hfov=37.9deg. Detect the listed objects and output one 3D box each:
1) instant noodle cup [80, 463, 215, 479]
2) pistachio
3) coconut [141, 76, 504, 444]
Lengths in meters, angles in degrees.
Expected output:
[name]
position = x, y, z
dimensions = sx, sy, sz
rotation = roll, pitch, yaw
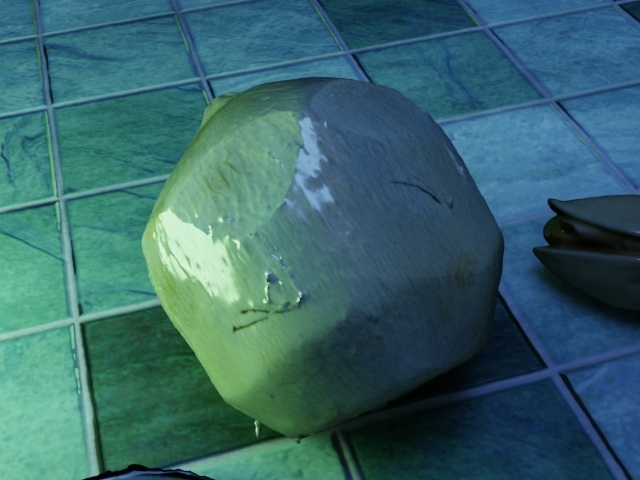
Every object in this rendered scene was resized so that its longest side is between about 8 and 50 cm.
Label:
[instant noodle cup]
position = -0.115, 0.329, 0.635
dimensions = 0.340, 0.266, 0.340
rotation = -2, 39, 1
[pistachio]
position = 0.358, 0.012, 1.079
dimensions = 0.215, 0.144, 0.144
rotation = 18, 45, 32
[coconut]
position = 0.000, 0.000, 0.955
dimensions = 0.346, 0.346, 0.360
rotation = -23, 79, -22
